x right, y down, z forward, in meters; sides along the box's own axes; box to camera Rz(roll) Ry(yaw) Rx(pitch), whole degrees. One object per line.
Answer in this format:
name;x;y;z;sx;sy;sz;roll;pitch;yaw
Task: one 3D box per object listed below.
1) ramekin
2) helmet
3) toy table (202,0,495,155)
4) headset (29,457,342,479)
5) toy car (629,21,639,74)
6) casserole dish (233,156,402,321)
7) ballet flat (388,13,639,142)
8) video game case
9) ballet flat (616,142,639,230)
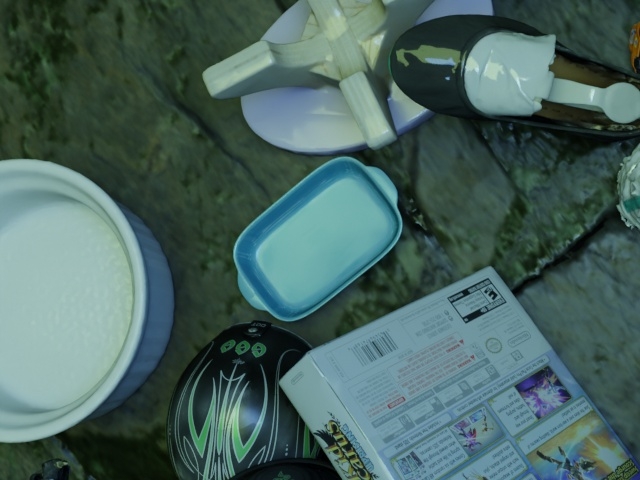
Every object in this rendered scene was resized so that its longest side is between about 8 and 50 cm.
ramekin;-0.284;0.063;1.314;0.277;0.135;0.277;-1;84;14
helmet;-0.070;0.178;1.229;0.169;0.169;0.161;7;47;15
toy table;0.027;-0.195;1.250;0.274;0.161;0.252;-38;76;9
headset;-0.064;0.289;1.136;0.394;0.185;0.243;18;103;-23
toy car;0.349;-0.205;1.241;0.122;0.060;0.040;-22;34;-5
casserole dish;0.000;0.000;1.298;0.188;0.037;0.114;-39;76;8
ballet flat;0.200;-0.145;1.153;0.280;0.096;0.095;6;97;-27
video game case;0.130;0.169;1.137;0.244;0.269;0.061;55;134;14
ballet flat;0.456;-0.114;1.144;0.409;0.147;0.147;-31;77;9
